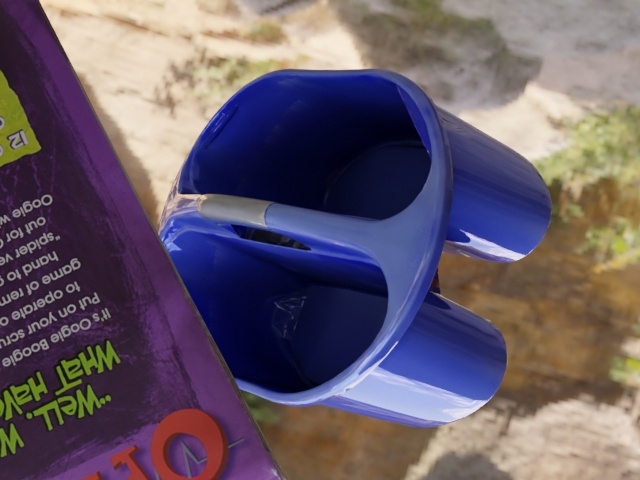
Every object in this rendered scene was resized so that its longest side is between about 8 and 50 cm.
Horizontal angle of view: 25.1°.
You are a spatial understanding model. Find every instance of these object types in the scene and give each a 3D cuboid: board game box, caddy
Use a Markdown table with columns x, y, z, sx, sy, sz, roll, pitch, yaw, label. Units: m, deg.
| x | y | z | sx | sy | sz | roll | pitch | yaw | label |
| --- | --- | --- | --- | --- | --- | --- | --- | --- | --- |
| -0.206 | 0.059 | 0.386 | 0.347 | 0.208 | 0.056 | -26 | 158 | -8 | board game box |
| 0.000 | 0.000 | 1.049 | 0.179 | 0.241 | 0.341 | 20 | 173 | -35 | caddy |
